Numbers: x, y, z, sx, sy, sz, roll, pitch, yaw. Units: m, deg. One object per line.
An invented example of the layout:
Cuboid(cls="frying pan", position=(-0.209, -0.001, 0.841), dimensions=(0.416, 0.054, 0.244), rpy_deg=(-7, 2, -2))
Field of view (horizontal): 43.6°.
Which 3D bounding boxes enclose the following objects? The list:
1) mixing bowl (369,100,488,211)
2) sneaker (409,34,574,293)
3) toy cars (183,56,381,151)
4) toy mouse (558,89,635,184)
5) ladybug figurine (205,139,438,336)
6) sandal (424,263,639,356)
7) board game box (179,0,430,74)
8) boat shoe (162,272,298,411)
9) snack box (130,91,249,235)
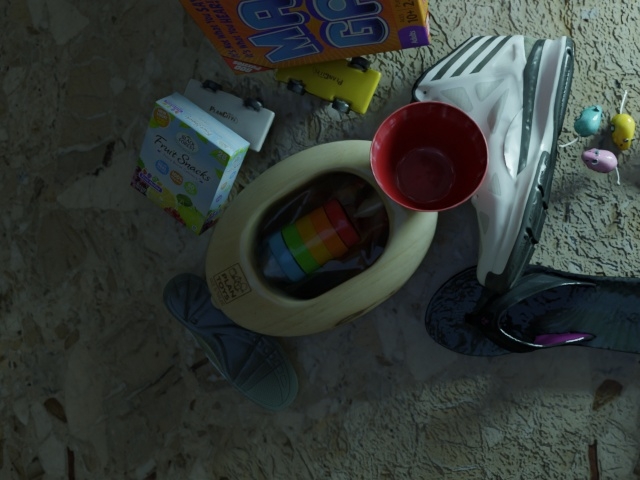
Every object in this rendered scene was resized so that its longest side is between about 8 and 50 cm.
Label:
Cuboid(cls="mixing bowl", position=(0.169, -0.117, 1.269), dimensions=(0.181, 0.098, 0.181), rpy_deg=(-1, 75, 4))
Cuboid(cls="sneaker", position=(0.268, -0.142, 1.379), dimensions=(0.257, 0.169, 0.447), rpy_deg=(11, 82, 21))
Cuboid(cls="toy cars", position=(-0.074, -0.260, 1.480), dimensions=(0.394, 0.087, 0.176), rpy_deg=(-17, 81, 16))
Cuboid(cls="toy mouse", position=(0.473, -0.171, 1.356), dimensions=(0.143, 0.031, 0.161), rpy_deg=(-8, 94, -16))
Cuboid(cls="ladybug figurine", position=(0.000, 0.000, 1.429), dimensions=(0.449, 0.162, 0.305), rpy_deg=(-27, 85, 11))
Cuboid(cls="sandal", position=(0.399, 0.120, 1.374), dimensions=(0.446, 0.107, 0.167), rpy_deg=(-2, 91, 13))
Cuboid(cls="board game box", position=(-0.031, -0.524, 1.278), dimensions=(0.356, 0.356, 0.356), rpy_deg=(-6, 75, 13))
Cuboid(cls="boat shoe", position=(-0.168, 0.191, 1.516), dimensions=(0.320, 0.103, 0.118), rpy_deg=(42, 81, 2))
Cuboid(cls="snack box", position=(-0.246, -0.140, 1.480), dimensions=(0.174, 0.070, 0.207), rpy_deg=(35, 128, 9))
